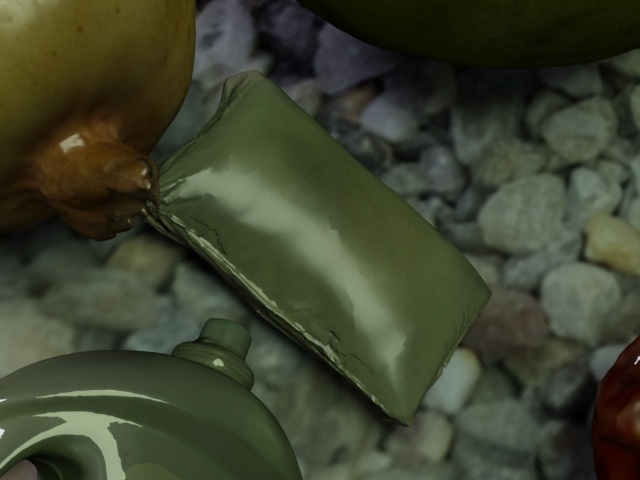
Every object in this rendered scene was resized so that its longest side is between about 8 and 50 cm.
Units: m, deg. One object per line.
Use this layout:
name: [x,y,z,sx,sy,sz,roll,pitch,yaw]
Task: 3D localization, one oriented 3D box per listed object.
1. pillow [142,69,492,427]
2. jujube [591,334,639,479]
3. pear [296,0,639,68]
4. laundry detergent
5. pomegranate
pillow: [0.000,0.000,0.535,0.208,0.053,0.119,41,62,-4]
jujube: [0.271,0.140,0.512,0.250,0.174,0.174,37,60,-7]
pear: [0.107,-0.280,0.548,0.413,0.352,0.352,9,65,-27]
laundry detergent: [-0.089,0.144,0.403,0.181,0.091,0.253,36,57,-24]
pomegranate: [-0.161,-0.100,0.445,0.207,0.207,0.207,8,65,-17]
